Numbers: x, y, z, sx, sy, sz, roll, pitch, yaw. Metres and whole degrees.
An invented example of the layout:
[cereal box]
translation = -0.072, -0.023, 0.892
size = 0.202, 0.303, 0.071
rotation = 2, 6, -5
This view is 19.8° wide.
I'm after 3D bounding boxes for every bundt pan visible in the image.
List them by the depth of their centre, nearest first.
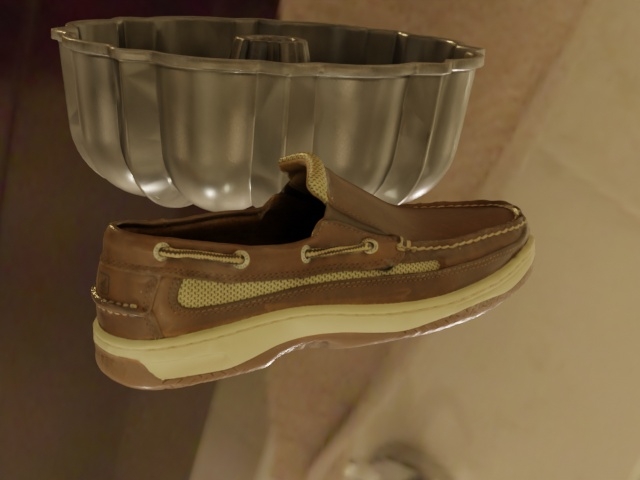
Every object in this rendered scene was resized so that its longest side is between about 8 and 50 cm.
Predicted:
[bundt pan]
translation = -0.042, -0.095, 1.403
size = 0.331, 0.124, 0.331
rotation = 4, -169, -1

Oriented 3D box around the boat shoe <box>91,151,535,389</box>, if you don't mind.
[boat shoe]
translation = 0.004, 0.002, 0.952
size = 0.257, 0.095, 0.095
rotation = -15, -158, -31
